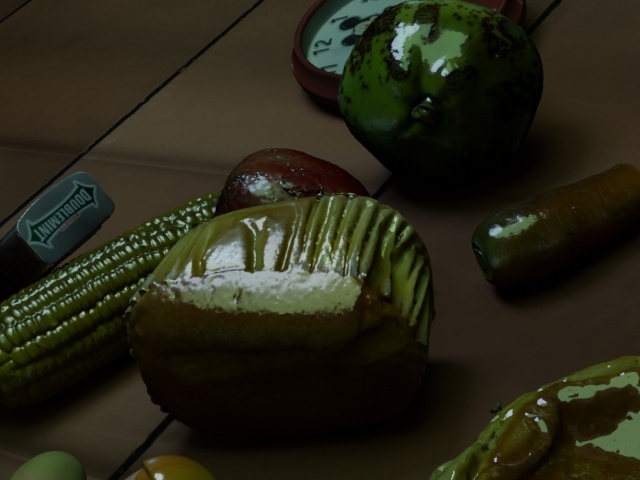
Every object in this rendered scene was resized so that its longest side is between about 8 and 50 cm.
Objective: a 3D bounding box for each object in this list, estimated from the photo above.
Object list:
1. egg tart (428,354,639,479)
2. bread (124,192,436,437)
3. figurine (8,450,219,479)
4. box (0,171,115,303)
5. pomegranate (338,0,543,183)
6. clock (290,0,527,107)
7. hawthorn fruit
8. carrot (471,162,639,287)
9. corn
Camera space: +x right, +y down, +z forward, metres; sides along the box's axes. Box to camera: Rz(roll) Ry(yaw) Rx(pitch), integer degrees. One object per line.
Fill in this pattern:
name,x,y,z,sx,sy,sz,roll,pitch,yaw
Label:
egg tart,0.248,0.217,1.148,0.352,0.150,0.352,-11,28,6
bread,-0.036,0.082,1.453,0.288,0.204,0.156,-4,31,16
figurine,-0.175,0.266,1.325,0.222,0.124,0.324,-27,29,-12
box,-0.325,0.011,1.744,0.120,0.069,0.224,-45,6,-34
pomegranate,0.147,-0.199,1.757,0.222,0.204,0.276,20,58,7
clock,0.115,-0.271,2.028,0.318,0.080,0.318,-14,38,11
hawthorn fruit,0.000,0.000,1.593,0.235,0.181,0.181,13,39,8
carrot,0.248,-0.017,1.566,0.193,0.087,0.087,-24,32,-12
corn,-0.223,0.063,1.665,0.363,0.120,0.120,-30,33,-21
